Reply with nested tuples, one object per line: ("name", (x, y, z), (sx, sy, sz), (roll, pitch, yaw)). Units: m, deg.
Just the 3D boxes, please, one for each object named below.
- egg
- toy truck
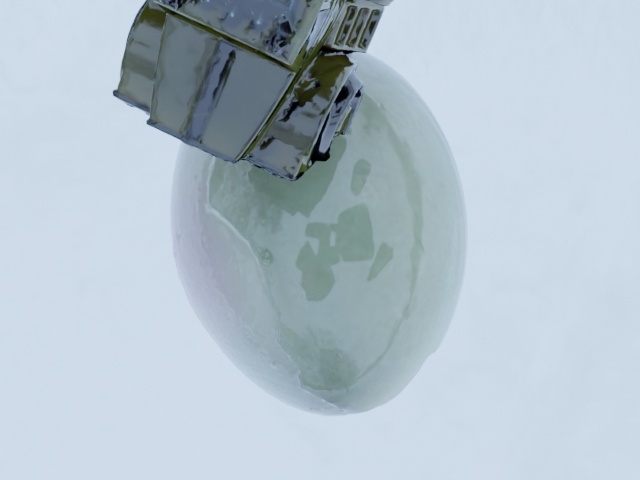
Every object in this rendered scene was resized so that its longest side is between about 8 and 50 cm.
("egg", (0.000, 0.000, 0.771), (0.183, 0.183, 0.217), (-10, 61, 7))
("toy truck", (-0.013, -0.154, 0.590), (0.127, 0.127, 0.257), (26, 113, 5))
